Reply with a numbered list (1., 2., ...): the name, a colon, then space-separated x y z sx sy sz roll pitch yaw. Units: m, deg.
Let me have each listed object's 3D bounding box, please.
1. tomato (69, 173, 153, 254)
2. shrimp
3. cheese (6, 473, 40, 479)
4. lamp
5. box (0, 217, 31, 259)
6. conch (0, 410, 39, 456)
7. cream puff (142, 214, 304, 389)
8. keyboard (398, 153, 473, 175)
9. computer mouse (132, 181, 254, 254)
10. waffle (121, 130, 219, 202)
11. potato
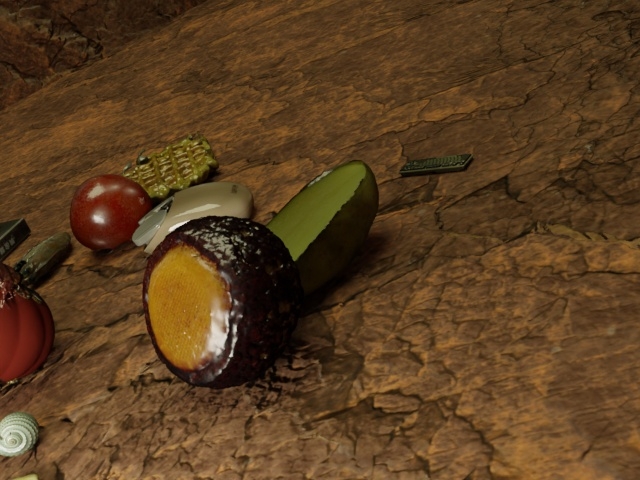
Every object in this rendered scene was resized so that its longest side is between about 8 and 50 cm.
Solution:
1. tomato: -0.424 -0.058 1.859 0.167 0.167 0.167 -18 26 9
2. shrimp: -0.585 0.046 1.905 0.126 0.047 0.223 -19 21 19
3. cheese: -0.404 0.331 1.214 0.083 0.030 0.044 -16 19 1
4. lamp: -0.538 0.134 1.496 0.227 0.227 0.227 -18 26 9
5. box: -0.836 0.033 2.128 0.325 0.047 0.180 -10 28 26
6. conch: -0.429 0.276 1.317 0.076 0.056 0.085 -40 -5 2
7. cream puff: -0.127 0.081 1.267 0.239 0.239 0.165 3 5 42
8. keyboard: 0.204 -0.135 1.656 0.129 0.015 0.049 -3 31 35
9. computer mouse: -0.241 -0.049 1.771 0.236 0.082 0.145 -16 27 11
10. waffle: -0.335 -0.151 2.077 0.262 0.060 0.280 2 35 35
11. potato: 0.000 0.000 1.445 0.271 0.111 0.160 -51 27 -22
